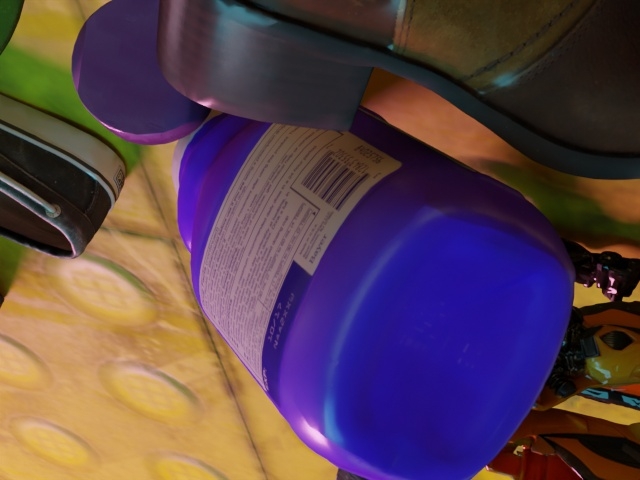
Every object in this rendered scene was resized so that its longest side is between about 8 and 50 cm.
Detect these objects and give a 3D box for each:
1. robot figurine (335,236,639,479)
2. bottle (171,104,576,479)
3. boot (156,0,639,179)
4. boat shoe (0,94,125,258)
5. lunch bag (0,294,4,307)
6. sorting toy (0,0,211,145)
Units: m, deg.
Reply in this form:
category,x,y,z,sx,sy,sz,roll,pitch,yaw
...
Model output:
category,x,y,z,sx,sy,sz,roll,pitch,yaw
robot figurine,0.149,0.071,0.640,0.291,0.211,0.085,14,135,2
bottle,0.000,0.000,0.601,0.092,0.118,0.283,24,-174,-24
boot,0.093,-0.160,0.445,0.264,0.096,0.280,9,130,-13
boat shoe,-0.223,-0.053,0.801,0.219,0.070,0.078,20,147,6
lunch bag,-0.467,0.123,0.953,0.328,0.239,0.385,39,121,-17
sorting toy,-0.220,-0.126,0.702,0.365,0.127,0.126,20,176,2
